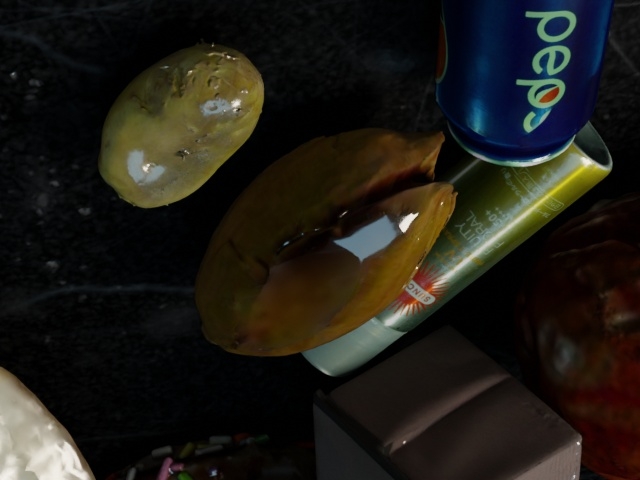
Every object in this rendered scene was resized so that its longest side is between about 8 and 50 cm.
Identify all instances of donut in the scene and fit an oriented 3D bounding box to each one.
[{"bbox_3d":[-0.116,0.308,1.476,0.259,0.136,0.345,22,125,-40],"label":"donut"}]

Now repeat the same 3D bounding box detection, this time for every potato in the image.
[{"bbox_3d":[-0.097,-0.083,1.096,0.138,0.070,0.092,-39,136,25],"label":"potato"}]

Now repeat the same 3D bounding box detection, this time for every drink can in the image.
[{"bbox_3d":[0.138,-0.152,1.064,0.118,0.118,0.205,-10,137,-8],"label":"drink can"}]

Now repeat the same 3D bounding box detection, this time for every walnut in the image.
[{"bbox_3d":[0.000,0.000,1.171,0.137,0.137,0.245,25,123,-38],"label":"walnut"}]

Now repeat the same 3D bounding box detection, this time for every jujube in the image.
[{"bbox_3d":[0.352,0.073,1.281,0.377,0.276,0.276,-16,139,-3],"label":"jujube"}]

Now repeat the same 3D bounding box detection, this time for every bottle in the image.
[{"bbox_3d":[0.095,0.000,1.243,0.286,0.082,0.082,-40,134,25],"label":"bottle"}]

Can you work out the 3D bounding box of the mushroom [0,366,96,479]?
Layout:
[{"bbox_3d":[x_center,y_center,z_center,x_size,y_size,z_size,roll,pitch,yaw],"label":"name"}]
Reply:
[{"bbox_3d":[-0.317,0.249,1.304,0.224,0.314,0.397,-26,110,-31],"label":"mushroom"}]

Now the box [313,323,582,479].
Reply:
[{"bbox_3d":[0.103,0.228,1.305,0.153,0.188,0.252,-26,132,-25],"label":"box"}]
